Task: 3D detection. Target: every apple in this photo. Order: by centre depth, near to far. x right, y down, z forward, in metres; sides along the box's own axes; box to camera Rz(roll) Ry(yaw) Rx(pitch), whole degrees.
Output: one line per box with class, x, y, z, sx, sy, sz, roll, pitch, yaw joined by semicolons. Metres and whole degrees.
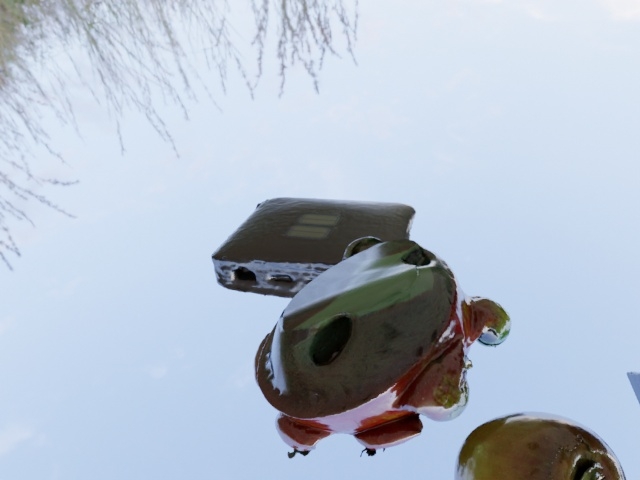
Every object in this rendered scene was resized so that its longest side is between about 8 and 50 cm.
apple;0.155;0.174;0.361;0.114;0.102;0.099;-14;-102;-29

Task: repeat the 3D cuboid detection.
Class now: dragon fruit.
dragon fruit;0.054;0.102;0.552;0.295;0.130;0.268;-22;-159;5

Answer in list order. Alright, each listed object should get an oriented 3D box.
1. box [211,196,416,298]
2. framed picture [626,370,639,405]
box;0.000;0.000;0.994;0.359;0.091;0.350;5;-154;13
framed picture;0.558;0.356;0.721;0.013;0.244;0.324;-19;-105;9
